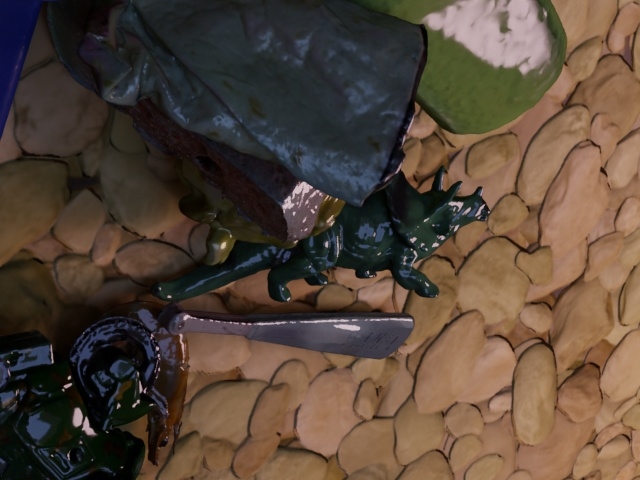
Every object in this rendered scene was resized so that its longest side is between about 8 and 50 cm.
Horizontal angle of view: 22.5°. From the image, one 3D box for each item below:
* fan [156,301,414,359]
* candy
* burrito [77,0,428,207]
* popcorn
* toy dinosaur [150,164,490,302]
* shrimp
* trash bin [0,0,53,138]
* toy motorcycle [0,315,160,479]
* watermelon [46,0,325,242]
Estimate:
[{"bbox_3d":[-0.023,0.071,1.366,0.282,0.023,0.057,10,129,-46],"label":"fan"},{"bbox_3d":[0.081,-0.198,1.206,0.142,0.132,0.343,-28,151,12],"label":"candy"},{"bbox_3d":[-0.046,-0.118,1.080,0.229,0.089,0.144,22,70,-14],"label":"burrito"},{"bbox_3d":[-0.044,-0.055,1.246,0.162,0.135,0.141,-48,147,-16],"label":"popcorn"},{"bbox_3d":[0.006,0.015,1.353,0.292,0.079,0.120,-24,119,-6],"label":"toy dinosaur"},{"bbox_3d":[-0.155,0.123,1.319,0.095,0.045,0.162,-12,121,-28],"label":"shrimp"},{"bbox_3d":[-0.268,-0.119,1.059,0.184,0.162,0.234,0,118,-33],"label":"trash bin"},{"bbox_3d":[-0.248,0.163,1.232,0.275,0.125,0.187,-9,106,-26],"label":"toy motorcycle"},{"bbox_3d":[-0.072,-0.109,1.156,0.154,0.241,0.094,-33,171,-18],"label":"watermelon"}]
